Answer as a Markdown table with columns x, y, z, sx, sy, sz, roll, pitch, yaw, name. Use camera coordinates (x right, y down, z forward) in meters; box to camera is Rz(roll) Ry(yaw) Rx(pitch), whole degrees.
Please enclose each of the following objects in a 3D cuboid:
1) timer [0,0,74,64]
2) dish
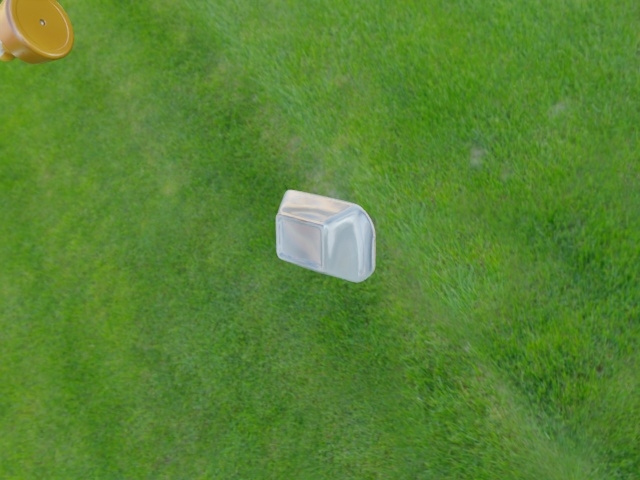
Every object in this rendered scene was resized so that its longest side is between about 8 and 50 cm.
| x | y | z | sx | sy | sz | roll | pitch | yaw | name |
| --- | --- | --- | --- | --- | --- | --- | --- | --- | --- |
| -0.556 | -0.373 | 1.090 | 0.152 | 0.132 | 0.132 | -14 | 63 | 30 | timer |
| 0.000 | 0.000 | 1.096 | 0.234 | 0.064 | 0.154 | 14 | 114 | 38 | dish |
